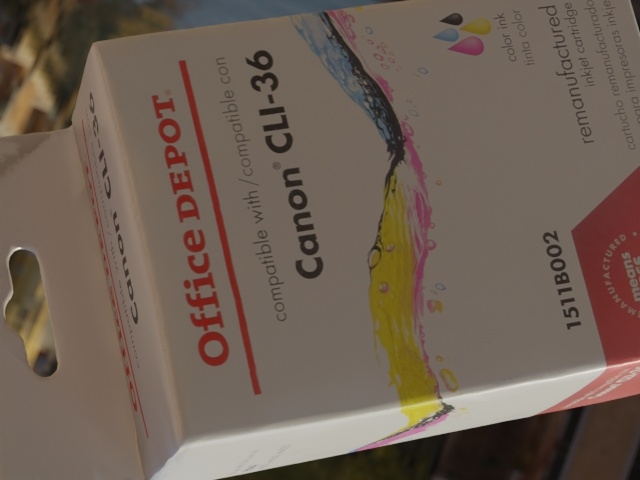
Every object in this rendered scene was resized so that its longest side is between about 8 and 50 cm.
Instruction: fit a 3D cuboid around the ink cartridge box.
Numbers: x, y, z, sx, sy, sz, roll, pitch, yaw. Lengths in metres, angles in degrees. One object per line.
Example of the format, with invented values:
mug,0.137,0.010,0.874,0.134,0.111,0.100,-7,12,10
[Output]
ink cartridge box,0.000,0.000,0.507,0.198,0.115,0.067,-10,166,-16
